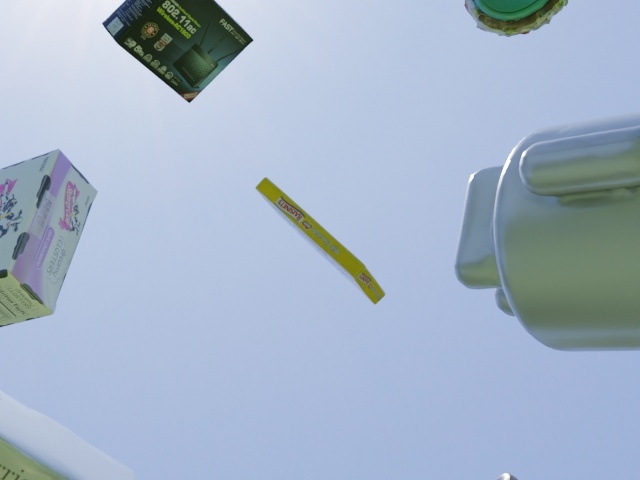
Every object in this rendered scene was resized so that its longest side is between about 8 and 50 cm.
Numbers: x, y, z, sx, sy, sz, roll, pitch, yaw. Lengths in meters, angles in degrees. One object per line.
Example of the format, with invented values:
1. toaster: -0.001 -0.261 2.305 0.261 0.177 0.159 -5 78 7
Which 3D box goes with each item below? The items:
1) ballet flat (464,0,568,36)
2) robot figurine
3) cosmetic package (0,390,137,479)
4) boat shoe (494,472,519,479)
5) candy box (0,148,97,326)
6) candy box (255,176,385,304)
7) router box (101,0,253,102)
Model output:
1. ballet flat: 0.145 -0.228 0.722 0.091 0.077 0.241 10 -108 12
2. robot figurine: 0.284 -0.009 0.897 0.300 0.353 0.200 28 -114 -45
3. cosmetic package: -0.406 0.394 1.129 0.230 0.161 0.453 37 -92 -21
4. boat shoe: 0.216 0.448 1.557 0.098 0.109 0.302 36 -54 -2
5. candy box: -0.337 0.010 1.084 0.196 0.165 0.070 -15 -47 24
6. candy box: 0.000 0.000 1.468 0.027 0.206 0.105 -47 -30 -2
7. router box: -0.134 -0.199 1.042 0.092 0.038 0.122 -44 -36 6
